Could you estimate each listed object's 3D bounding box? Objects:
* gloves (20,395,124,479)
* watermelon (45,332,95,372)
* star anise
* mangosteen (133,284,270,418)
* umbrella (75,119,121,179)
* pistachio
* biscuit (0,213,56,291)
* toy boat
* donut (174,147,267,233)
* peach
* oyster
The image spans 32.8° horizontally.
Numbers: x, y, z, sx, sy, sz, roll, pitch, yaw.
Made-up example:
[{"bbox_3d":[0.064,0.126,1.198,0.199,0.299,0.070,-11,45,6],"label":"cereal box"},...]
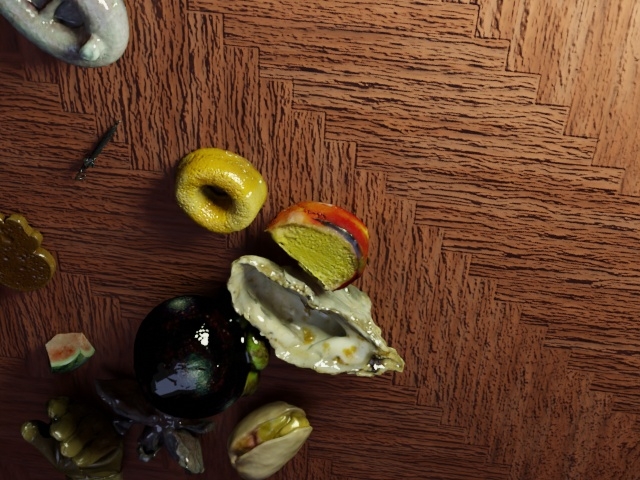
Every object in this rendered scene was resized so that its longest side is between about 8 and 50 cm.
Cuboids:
[{"bbox_3d":[-0.471,0.396,2.128,0.154,0.141,0.331,25,148,22],"label":"gloves"},{"bbox_3d":[-0.463,0.207,2.018,0.085,0.072,0.092,-6,171,-1],"label":"watermelon"},{"bbox_3d":[-0.306,0.356,2.085,0.199,0.110,0.257,-4,125,13],"label":"star anise"},{"bbox_3d":[-0.200,0.191,1.856,0.243,0.243,0.243,5,133,5],"label":"mangosteen"},{"bbox_3d":[-0.350,-0.139,1.698,0.022,0.022,0.149,-9,150,-44],"label":"umbrella"},{"bbox_3d":[-0.096,0.374,2.070,0.145,0.117,0.200,1,139,-48],"label":"pistachio"},{"bbox_3d":[-0.519,0.020,1.866,0.124,0.026,0.175,3,133,4],"label":"biscuit"},{"bbox_3d":[-0.364,-0.321,1.489,0.155,0.085,0.227,-33,120,31],"label":"toy boat"},{"bbox_3d":[-0.159,-0.073,1.703,0.152,0.058,0.152,6,131,6],"label":"donut"},{"bbox_3d":[0.001,-0.002,1.719,0.172,0.092,0.127,25,127,2],"label":"peach"},{"bbox_3d":[-0.009,0.126,1.813,0.341,0.110,0.166,17,119,-16],"label":"oyster"}]
